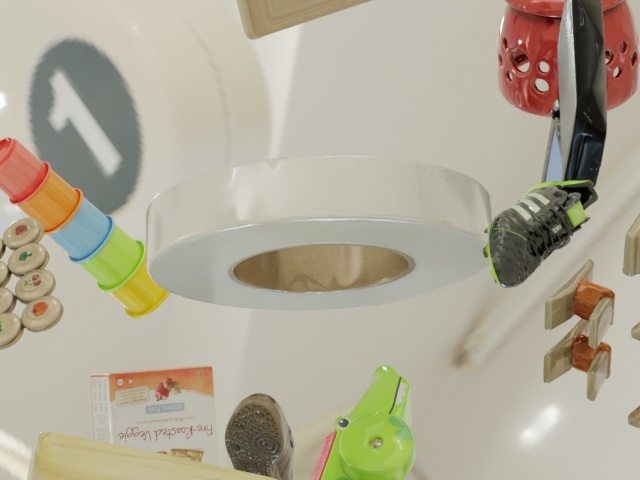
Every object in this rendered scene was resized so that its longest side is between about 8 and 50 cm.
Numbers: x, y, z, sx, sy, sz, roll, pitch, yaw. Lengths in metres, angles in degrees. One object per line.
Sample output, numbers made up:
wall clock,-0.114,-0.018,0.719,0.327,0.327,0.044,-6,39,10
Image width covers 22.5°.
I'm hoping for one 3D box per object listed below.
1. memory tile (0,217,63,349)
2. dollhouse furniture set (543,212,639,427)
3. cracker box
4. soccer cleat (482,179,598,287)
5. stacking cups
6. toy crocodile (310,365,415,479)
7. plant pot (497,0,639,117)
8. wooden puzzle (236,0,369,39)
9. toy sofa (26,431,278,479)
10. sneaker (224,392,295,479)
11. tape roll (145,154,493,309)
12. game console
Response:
memory tile,-0.286,0.043,1.408,0.113,0.148,0.012,-24,-47,-1
dollhouse furniture set,0.380,0.075,1.670,0.135,0.262,0.259,-40,-41,-38
cracker box,-0.219,0.288,2.159,0.156,0.232,0.067,-2,-3,-32
soccer cleat,0.203,-0.013,1.478,0.072,0.060,0.179,-15,18,32
stacking cups,-0.330,-0.024,2.218,0.096,0.096,0.316,-38,-58,5
toy crocodile,0.020,0.255,1.378,0.115,0.105,0.340,81,-160,-50
plant pot,0.327,-0.279,2.121,0.191,0.191,0.174,-26,-51,-29
wooden puzzle,-0.004,-0.348,1.690,0.239,0.044,0.221,-23,-66,-22
toy sofa,-0.156,0.271,0.990,0.150,0.177,0.362,16,-33,-16
sneaker,-0.062,0.217,1.740,0.071,0.066,0.188,-69,-14,-45
tape roll,0.000,0.000,1.787,0.392,0.072,0.392,-2,-17,-1
game console,0.289,-0.113,1.869,0.044,0.213,0.361,2,-36,3
